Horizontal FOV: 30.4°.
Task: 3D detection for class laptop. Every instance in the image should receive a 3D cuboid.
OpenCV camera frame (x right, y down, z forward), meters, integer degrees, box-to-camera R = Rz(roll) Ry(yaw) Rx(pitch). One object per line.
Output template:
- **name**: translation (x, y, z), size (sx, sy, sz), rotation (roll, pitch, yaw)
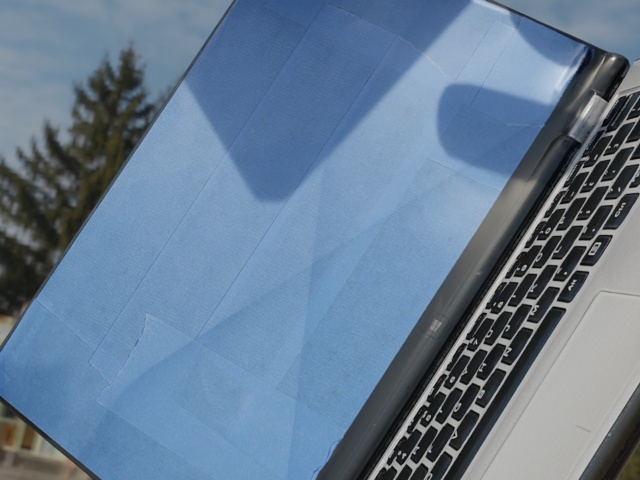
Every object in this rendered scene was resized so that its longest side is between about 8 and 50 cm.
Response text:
- **laptop**: translation (0.000, 0.000, 0.602), size (0.236, 0.382, 0.408), rotation (33, -4, -7)
